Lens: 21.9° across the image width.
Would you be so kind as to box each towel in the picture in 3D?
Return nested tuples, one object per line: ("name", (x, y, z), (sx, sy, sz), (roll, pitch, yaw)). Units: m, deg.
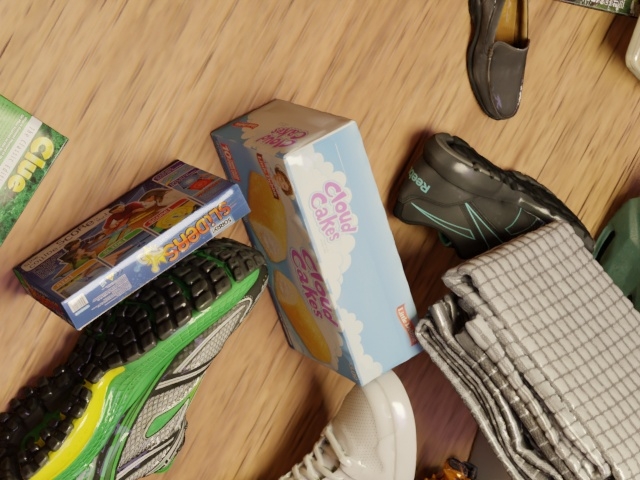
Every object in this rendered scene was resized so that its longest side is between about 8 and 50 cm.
("towel", (0.241, 0.137, 1.702), (0.283, 0.121, 0.235), (52, 36, 10))

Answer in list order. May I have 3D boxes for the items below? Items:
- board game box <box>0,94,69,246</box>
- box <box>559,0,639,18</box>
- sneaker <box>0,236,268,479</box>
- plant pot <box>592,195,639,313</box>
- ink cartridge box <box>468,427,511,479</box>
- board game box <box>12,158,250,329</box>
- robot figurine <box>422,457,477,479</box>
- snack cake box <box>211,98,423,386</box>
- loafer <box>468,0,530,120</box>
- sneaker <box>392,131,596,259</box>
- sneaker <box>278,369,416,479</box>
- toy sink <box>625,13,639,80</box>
("board game box", (-0.357, -0.021, 1.535), (0.136, 0.030, 0.259), (35, 84, -30))
("box", (0.336, -0.370, 1.839), (0.159, 0.044, 0.233), (6, 100, -32))
("sneaker", (-0.175, 0.138, 1.640), (0.343, 0.134, 0.146), (-47, 128, -1))
("plant pot", (0.498, 0.098, 1.913), (0.334, 0.341, 0.341), (17, 94, -24))
("ink cartridge box", (0.339, 0.274, 1.922), (0.273, 0.197, 0.114), (13, 98, -32))
("board game box", (-0.182, 0.000, 1.579), (0.201, 0.136, 0.035), (-35, 117, -17))
("robot figurine", (0.118, 0.384, 1.850), (0.211, 0.085, 0.291), (-8, 118, -66))
("snack cake box", (0.000, 0.000, 1.676), (0.089, 0.152, 0.264), (-29, 115, -21))
("loafer", (0.198, -0.209, 1.790), (0.062, 0.061, 0.170), (-19, 112, -26))
("sneaker", (0.192, -0.028, 1.832), (0.267, 0.101, 0.106), (26, 109, -32))
("sneaker", (-0.007, 0.262, 1.726), (0.169, 0.108, 0.292), (-8, 132, -26))
("toy sink", (0.458, -0.268, 1.848), (0.153, 0.131, 0.234), (29, 81, -55))
